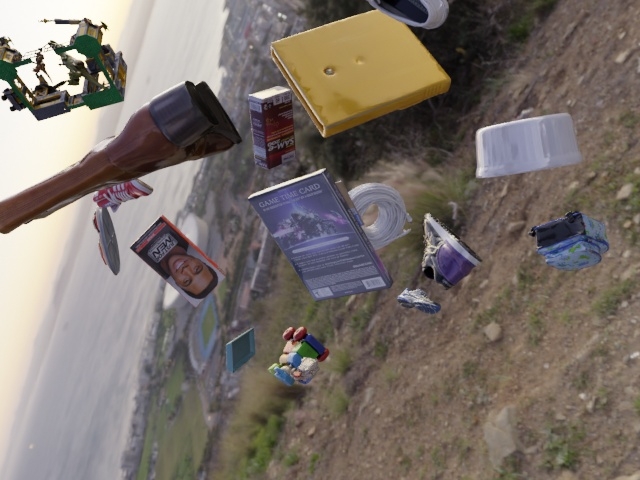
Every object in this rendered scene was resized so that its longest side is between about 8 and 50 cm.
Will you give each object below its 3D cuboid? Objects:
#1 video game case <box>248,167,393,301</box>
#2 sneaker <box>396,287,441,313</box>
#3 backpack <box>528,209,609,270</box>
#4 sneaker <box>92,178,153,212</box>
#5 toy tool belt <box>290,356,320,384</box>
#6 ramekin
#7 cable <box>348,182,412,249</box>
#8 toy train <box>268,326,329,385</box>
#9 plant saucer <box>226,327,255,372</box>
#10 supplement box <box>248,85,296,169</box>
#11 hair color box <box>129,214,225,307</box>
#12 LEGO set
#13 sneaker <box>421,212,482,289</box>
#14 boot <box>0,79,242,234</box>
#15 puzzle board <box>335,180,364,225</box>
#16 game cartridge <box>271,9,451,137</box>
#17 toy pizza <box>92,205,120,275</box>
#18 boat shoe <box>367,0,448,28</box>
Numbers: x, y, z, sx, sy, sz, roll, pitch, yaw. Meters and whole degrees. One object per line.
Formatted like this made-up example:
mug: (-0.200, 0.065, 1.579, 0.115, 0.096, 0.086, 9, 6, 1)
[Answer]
video game case: (0.000, 0.000, 1.169, 0.196, 0.274, 0.026, -15, 26, 37)
sneaker: (0.279, 0.161, 1.638, 0.135, 0.052, 0.058, 13, 59, 40)
backpack: (0.455, 0.007, 1.052, 0.105, 0.114, 0.084, -30, 55, 50)
sneaker: (-0.306, -0.070, 0.903, 0.118, 0.042, 0.067, 22, 78, 42)
toy tool belt: (-0.036, 0.319, 1.395, 0.052, 0.083, 0.051, 13, 119, 28)
ramekin: (0.554, -0.256, 1.589, 0.277, 0.277, 0.135, -175, 74, -66)
cable: (0.183, -0.086, 2.102, 0.257, 0.257, 0.089, -31, 31, -7)
toy train: (-0.089, 0.321, 1.603, 0.143, 0.105, 0.248, -49, 11, -22)
plant saucer: (-0.180, 0.246, 1.331, 0.192, 0.018, 0.067, -7, -86, -81)
supplement box: (-0.155, -0.368, 1.922, 0.073, 0.130, 0.239, 26, 132, 38)
hair color box: (-0.227, 0.032, 0.941, 0.072, 0.141, 0.043, -47, 14, -3)
LEGO set: (-0.660, -0.464, 1.523, 0.331, 0.255, 0.192, -20, 50, 10)
sneaker: (0.285, 0.025, 1.459, 0.124, 0.107, 0.283, -51, 18, 12)
boot: (-0.248, -0.095, 0.775, 0.280, 0.096, 0.264, -31, 13, 7)
puzzle board: (0.047, -0.085, 1.469, 0.096, 0.128, 0.011, -12, 26, 42)
game cartridge: (0.089, -0.396, 1.351, 0.285, 0.324, 0.052, 60, 163, 26)
toy pizza: (-0.583, -0.001, 1.593, 0.201, 0.032, 0.201, 169, 90, -79)
boat shoe: (0.127, -0.493, 1.132, 0.084, 0.258, 0.095, -33, -29, -50)
